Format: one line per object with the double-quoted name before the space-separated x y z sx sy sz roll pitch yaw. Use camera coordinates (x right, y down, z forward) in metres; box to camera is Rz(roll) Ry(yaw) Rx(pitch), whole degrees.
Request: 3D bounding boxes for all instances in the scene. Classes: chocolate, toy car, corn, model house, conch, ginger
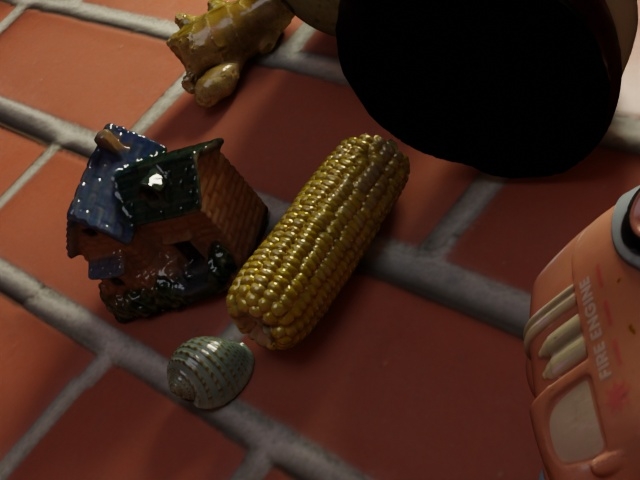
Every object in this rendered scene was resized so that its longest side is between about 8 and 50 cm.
"chocolate" 0.170 -0.212 1.165 0.283 0.284 0.186 1 49 38
"toy car" 0.240 0.101 0.852 0.212 0.180 0.271 -37 39 32
"corn" 0.000 0.000 1.210 0.093 0.093 0.244 9 52 43
"model house" -0.179 -0.035 1.320 0.182 0.172 0.166 -10 44 29
"conch" -0.109 0.122 1.199 0.076 0.057 0.085 28 70 36
"ginger" -0.118 -0.265 1.585 0.115 0.081 0.205 28 69 37

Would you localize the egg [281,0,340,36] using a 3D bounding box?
"egg" 0.060 -0.399 1.426 0.287 0.287 0.379 -18 46 22
